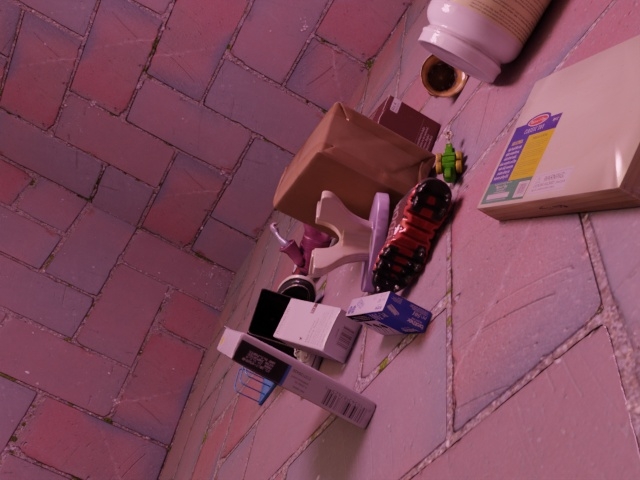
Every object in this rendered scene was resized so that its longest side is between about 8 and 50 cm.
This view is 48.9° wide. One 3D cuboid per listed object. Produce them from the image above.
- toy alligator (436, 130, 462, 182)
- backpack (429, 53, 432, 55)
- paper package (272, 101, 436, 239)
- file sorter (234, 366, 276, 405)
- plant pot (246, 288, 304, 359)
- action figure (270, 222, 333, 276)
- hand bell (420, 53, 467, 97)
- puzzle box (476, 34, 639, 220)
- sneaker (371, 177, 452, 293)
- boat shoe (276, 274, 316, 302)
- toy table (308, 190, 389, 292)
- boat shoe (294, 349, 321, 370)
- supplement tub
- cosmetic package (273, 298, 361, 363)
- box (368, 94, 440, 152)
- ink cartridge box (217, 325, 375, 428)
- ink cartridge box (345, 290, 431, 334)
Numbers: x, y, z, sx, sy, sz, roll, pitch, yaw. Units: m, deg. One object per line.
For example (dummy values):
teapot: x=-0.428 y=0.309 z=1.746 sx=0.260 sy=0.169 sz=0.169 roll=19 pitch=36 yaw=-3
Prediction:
toy alligator: x=0.296 y=-0.182 z=1.612 sx=0.189 sy=0.056 sz=0.051 roll=-76 pitch=-22 yaw=-51
backpack: x=0.383 y=-0.593 z=1.961 sx=0.188 sy=0.144 sz=0.166 roll=-55 pitch=6 yaw=2
paper package: x=0.081 y=-0.149 z=1.809 sx=0.325 sy=0.310 sz=0.168 roll=-46 pitch=21 yaw=56
file sorter: x=-0.184 y=0.406 z=2.208 sx=0.170 sy=0.105 sz=0.118 roll=-55 pitch=14 yaw=29
plant pot: x=-0.124 y=0.283 z=2.073 sx=0.188 sy=0.188 sz=0.167 roll=-76 pitch=6 yaw=-49
action figure: x=0.000 y=0.000 z=2.320 sx=0.276 sy=0.248 sz=0.370 roll=32 pitch=112 yaw=37
hand bell: x=0.330 y=-0.445 z=1.995 sx=0.126 sy=0.126 sz=0.242 roll=-62 pitch=0 yaw=1
puzzle box: x=0.404 y=-0.169 z=1.088 sx=0.272 sy=0.052 sz=0.409 roll=-64 pitch=11 yaw=-6
sneaker: x=0.192 y=-0.009 z=1.541 sx=0.276 sy=0.098 sz=0.135 roll=-64 pitch=5 yaw=4
boat shoe: x=-0.110 y=0.237 z=2.220 sx=0.340 sy=0.127 sz=0.113 roll=-52 pitch=16 yaw=47
toy table: x=0.065 y=0.002 z=1.679 sx=0.252 sy=0.161 sz=0.274 roll=-88 pitch=6 yaw=-61
boat shoe: x=-0.035 y=0.296 z=1.877 sx=0.226 sy=0.076 sz=0.083 roll=-66 pitch=12 yaw=-20
supplement tub: x=0.387 y=-0.545 z=1.578 sx=0.324 sy=0.236 sz=0.235 roll=-60 pitch=12 yaw=10
cosmetic package: x=-0.010 y=0.221 z=1.756 sx=0.231 sy=0.085 sz=0.117 roll=3 pitch=63 yaw=54
box: x=0.191 y=-0.255 z=1.937 sx=0.168 sy=0.167 sz=0.203 roll=-66 pitch=12 yaw=-23
ink cartridge box: x=-0.067 y=0.279 z=1.485 sx=0.072 sy=0.304 sz=0.307 roll=-64 pitch=11 yaw=-12
ink cartridge box: x=0.133 y=0.150 z=1.422 sx=0.046 sy=0.097 sz=0.207 roll=-66 pitch=11 yaw=-16
